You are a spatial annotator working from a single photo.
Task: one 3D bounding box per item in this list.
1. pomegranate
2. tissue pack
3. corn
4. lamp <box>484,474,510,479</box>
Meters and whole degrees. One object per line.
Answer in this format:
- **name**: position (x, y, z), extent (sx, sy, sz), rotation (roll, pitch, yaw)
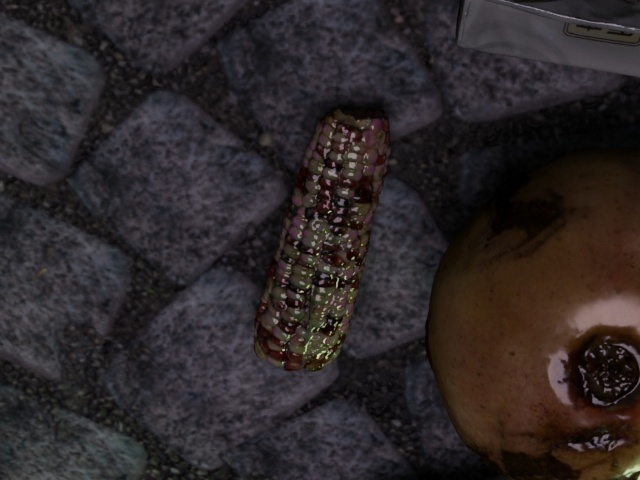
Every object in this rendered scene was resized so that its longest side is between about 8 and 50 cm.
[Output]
- **pomegranate**: position (0.247, 0.073, 1.428), extent (0.322, 0.322, 0.322), rotation (3, 120, 5)
- **tissue pack**: position (0.233, -0.217, 1.333), extent (0.229, 0.145, 0.159), rotation (9, 120, 1)
- **corn**: position (0.000, 0.000, 1.521), extent (0.092, 0.092, 0.280), rotation (13, 116, -1)
- **lamp**: position (0.167, 0.324, 1.655), extent (0.314, 0.182, 0.182), rotation (-21, 117, -3)
